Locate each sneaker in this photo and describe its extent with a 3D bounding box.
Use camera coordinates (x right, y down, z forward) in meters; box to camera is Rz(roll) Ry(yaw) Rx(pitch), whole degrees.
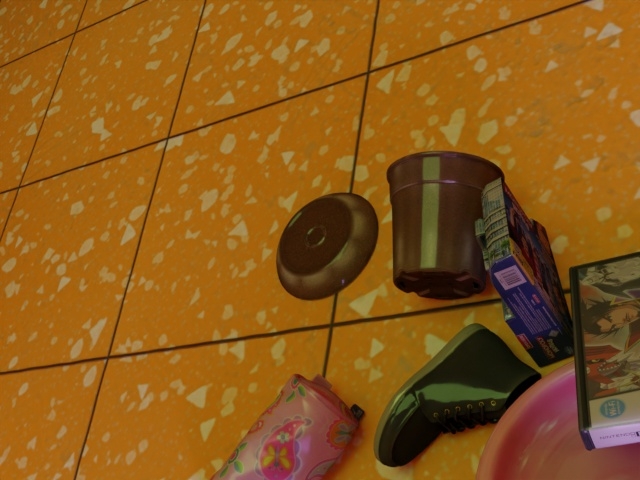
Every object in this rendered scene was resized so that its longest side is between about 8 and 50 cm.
[{"bbox_3d":[0.167,0.215,1.096,0.222,0.083,0.118,-50,44,-2],"label":"sneaker"}]

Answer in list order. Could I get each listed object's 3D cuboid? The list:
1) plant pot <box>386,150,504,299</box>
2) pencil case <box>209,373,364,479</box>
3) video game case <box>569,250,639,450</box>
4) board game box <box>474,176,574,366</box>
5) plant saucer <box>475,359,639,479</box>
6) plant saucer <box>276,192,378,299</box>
[{"bbox_3d":[0.168,-0.014,1.206,0.167,0.167,0.165,-10,63,35],"label":"plant pot"},{"bbox_3d":[-0.070,0.315,1.200,0.284,0.124,0.124,-52,43,-2],"label":"pencil case"},{"bbox_3d":[0.398,0.093,0.938,0.248,0.035,0.274,-15,31,23],"label":"video game case"},{"bbox_3d":[0.251,0.025,1.112,0.060,0.194,0.194,-25,34,23],"label":"board game box"},{"bbox_3d":[0.326,0.255,0.891,0.332,0.084,0.332,-22,34,16],"label":"plant saucer"},{"bbox_3d":[0.000,0.000,1.415,0.199,0.036,0.198,-22,49,27],"label":"plant saucer"}]
